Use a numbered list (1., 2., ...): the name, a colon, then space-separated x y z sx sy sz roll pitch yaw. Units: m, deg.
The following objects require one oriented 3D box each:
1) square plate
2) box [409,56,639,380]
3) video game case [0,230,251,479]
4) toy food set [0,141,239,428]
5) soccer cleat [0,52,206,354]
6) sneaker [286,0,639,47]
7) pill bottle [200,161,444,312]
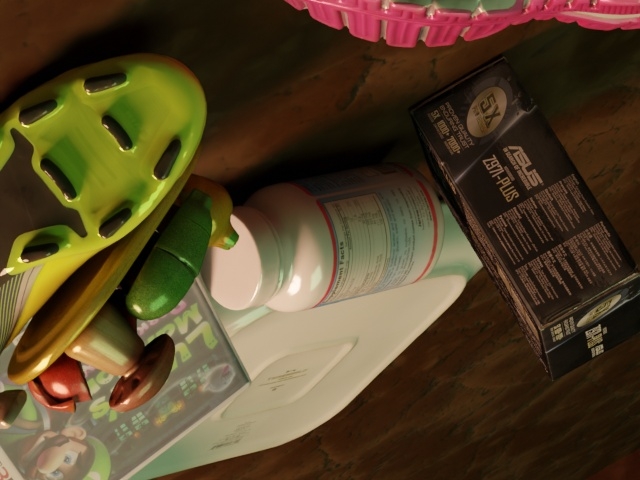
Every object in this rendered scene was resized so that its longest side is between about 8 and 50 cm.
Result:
1. square plate: -0.035 0.091 1.428 0.347 0.049 0.344 -8 150 -45
2. box: 0.144 -0.012 1.245 0.077 0.180 0.147 -29 159 1
3. video game case: -0.149 0.092 1.162 0.190 0.022 0.173 -37 135 -14
4. toy food set: -0.111 0.041 1.030 0.218 0.071 0.128 -58 -164 -24
5. soccer cleat: -0.168 -0.007 1.000 0.289 0.093 0.121 -44 -173 21
6. sneaker: 0.095 -0.166 0.951 0.252 0.111 0.103 -5 177 -10
7. pill bottle: 0.000 0.000 1.208 0.160 0.087 0.087 -12 153 -40
